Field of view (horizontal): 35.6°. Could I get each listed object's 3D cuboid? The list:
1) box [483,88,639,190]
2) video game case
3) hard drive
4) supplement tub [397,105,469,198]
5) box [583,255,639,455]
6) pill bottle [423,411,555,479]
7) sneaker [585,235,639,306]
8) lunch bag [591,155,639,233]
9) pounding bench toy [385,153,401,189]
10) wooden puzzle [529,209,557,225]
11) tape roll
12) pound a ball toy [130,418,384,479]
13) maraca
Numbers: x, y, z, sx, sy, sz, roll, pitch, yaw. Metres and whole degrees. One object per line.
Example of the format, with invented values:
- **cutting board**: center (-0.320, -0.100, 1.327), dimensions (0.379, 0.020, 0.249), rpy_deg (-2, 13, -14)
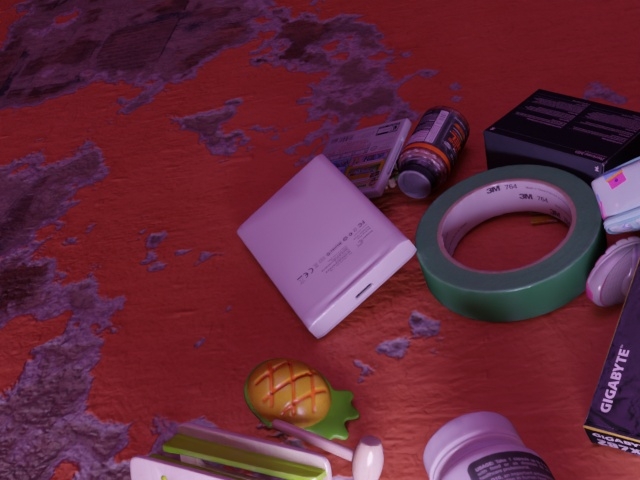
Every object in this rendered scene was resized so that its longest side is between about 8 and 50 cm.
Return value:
- **box**: center (0.465, -0.177, 1.861), dimensions (0.184, 0.103, 0.261), rpy_deg (-34, 40, -31)
- **video game case**: center (0.067, -0.151, 2.000), dimensions (0.212, 0.023, 0.193), rpy_deg (-8, 46, 42)
- **hard drive**: center (0.000, 0.000, 1.847), dimensions (0.233, 0.047, 0.353), rpy_deg (-42, 40, 1)
- **supplement tub**: center (0.218, -0.170, 1.965), dimensions (0.106, 0.106, 0.198), rpy_deg (5, 45, 28)
- **box**: center (0.540, 0.158, 1.384), dimensions (0.257, 0.079, 0.322), rpy_deg (12, 65, 32)
- **pill bottle**: center (0.241, 0.363, 1.264), dimensions (0.161, 0.161, 0.283), rpy_deg (-21, 38, -2)
- **sneaker**: center (0.543, 0.049, 1.562), dimensions (0.252, 0.103, 0.111), rpy_deg (-20, 36, 0)
- **lunch bag**: center (0.566, -0.083, 1.584), dimensions (0.224, 0.279, 0.108), rpy_deg (-27, 74, 34)
- **pounding bench toy**: center (0.147, -0.141, 2.001), dimensions (0.065, 0.052, 0.083), rpy_deg (-30, 39, -13)
- **wooden puzzle**: center (0.425, -0.071, 1.829), dimensions (0.078, 0.014, 0.116), rpy_deg (-1, 41, 22)
- **tape roll**: center (0.326, -0.002, 1.726), dimensions (0.321, 0.077, 0.321), rpy_deg (-13, 40, 11)
- **pound a ball toy**: center (-0.087, 0.360, 1.461), dimensions (0.319, 0.136, 0.208), rpy_deg (7, 20, 29)
- **maraca**: center (-0.031, 0.252, 1.572), dimensions (0.185, 0.099, 0.127), rpy_deg (25, 56, 10)
